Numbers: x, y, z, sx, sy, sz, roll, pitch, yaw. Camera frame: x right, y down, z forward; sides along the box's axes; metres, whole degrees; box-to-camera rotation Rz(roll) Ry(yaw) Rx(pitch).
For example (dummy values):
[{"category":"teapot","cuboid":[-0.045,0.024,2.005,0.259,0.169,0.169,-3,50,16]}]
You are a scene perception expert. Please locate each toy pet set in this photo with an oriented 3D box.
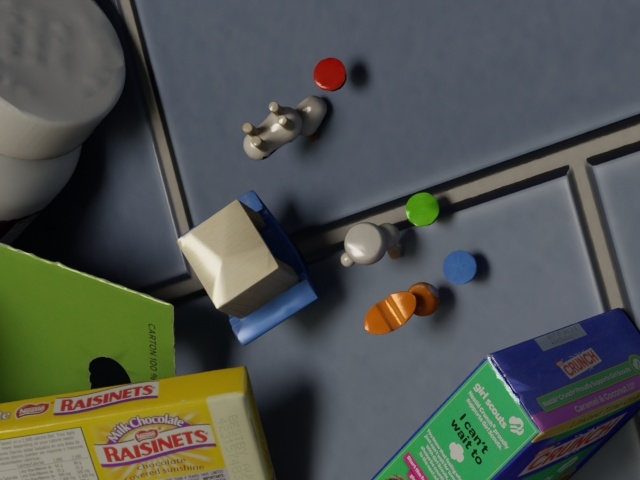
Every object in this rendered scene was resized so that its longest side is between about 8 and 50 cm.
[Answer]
[{"category":"toy pet set","cuboid":[0.000,0.000,0.883,0.114,0.065,0.122,-34,74,7]}]

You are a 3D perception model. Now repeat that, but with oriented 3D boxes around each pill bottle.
[{"category":"pill bottle","cuboid":[-0.200,-0.045,1.014,0.221,0.121,0.121,-41,69,42]}]

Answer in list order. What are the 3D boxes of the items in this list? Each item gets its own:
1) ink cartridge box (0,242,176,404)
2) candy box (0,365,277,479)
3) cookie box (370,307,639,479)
[{"category":"ink cartridge box","cuboid":[-0.204,0.086,0.966,0.255,0.097,0.188,17,130,18]},{"category":"candy box","cuboid":[-0.125,0.120,0.924,0.206,0.027,0.105,-9,123,5]},{"category":"cookie box","cuboid":[0.076,0.081,0.782,0.040,0.092,0.107,54,131,20]}]
